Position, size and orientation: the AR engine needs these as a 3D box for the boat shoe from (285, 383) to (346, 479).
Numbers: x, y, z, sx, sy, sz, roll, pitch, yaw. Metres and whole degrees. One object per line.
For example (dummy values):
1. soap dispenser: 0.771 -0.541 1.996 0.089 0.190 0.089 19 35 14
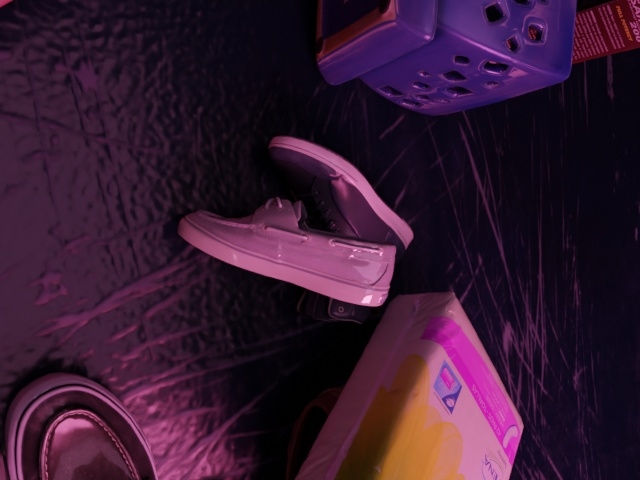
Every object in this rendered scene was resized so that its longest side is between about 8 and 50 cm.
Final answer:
1. boat shoe: 0.000 0.324 0.636 0.116 0.123 0.324 19 71 -53

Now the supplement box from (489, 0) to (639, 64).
1. supplement box: 0.358 -0.303 0.784 0.130 0.239 0.073 -46 114 -22

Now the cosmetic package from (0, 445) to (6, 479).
1. cosmetic package: -0.456 0.127 0.367 0.284 0.097 0.377 -40 112 -22

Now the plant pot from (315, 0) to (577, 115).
1. plant pot: 0.125 -0.286 0.648 0.212 0.236 0.236 3 90 -27

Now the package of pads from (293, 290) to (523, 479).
1. package of pads: 0.105 0.236 0.604 0.229 0.101 0.296 59 46 -24

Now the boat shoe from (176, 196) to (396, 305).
1. boat shoe: -0.032 -0.003 0.591 0.227 0.079 0.081 18 96 4

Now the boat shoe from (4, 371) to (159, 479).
1. boat shoe: -0.183 0.280 0.529 0.121 0.119 0.335 -25 105 -29

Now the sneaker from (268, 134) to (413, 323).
1. sneaker: 0.002 0.000 0.658 0.226 0.086 0.163 40 69 -27

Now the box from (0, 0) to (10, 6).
1. box: -0.257 -0.292 0.451 0.300 0.142 0.154 -46 114 -23
